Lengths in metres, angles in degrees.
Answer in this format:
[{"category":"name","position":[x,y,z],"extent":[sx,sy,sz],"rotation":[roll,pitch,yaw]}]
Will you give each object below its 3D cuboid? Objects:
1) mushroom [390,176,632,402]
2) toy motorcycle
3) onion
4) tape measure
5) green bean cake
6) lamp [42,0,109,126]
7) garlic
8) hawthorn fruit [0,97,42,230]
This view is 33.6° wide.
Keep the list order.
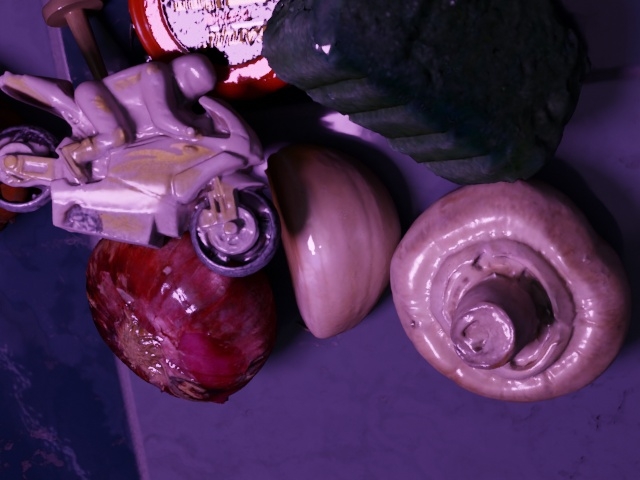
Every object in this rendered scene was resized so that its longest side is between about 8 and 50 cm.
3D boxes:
[{"category":"mushroom","position":[0.199,0.060,1.137],"extent":[0.260,0.234,0.254],"rotation":[-2,102,14]},{"category":"toy motorcycle","position":[-0.191,-0.099,1.124],"extent":[0.340,0.108,0.223],"rotation":[13,87,8]},{"category":"onion","position":[-0.160,0.073,1.248],"extent":[0.246,0.190,0.246],"rotation":[21,127,30]},{"category":"tape measure","position":[-0.101,-0.282,1.171],"extent":[0.253,0.114,0.261],"rotation":[-3,109,14]},{"category":"green bean cake","position":[0.126,-0.242,1.070],"extent":[0.307,0.169,0.300],"rotation":[29,79,-25]},{"category":"lamp","position":[-0.247,-0.181,1.234],"extent":[0.121,0.121,0.215],"rotation":[-24,86,18]},{"category":"garlic","position":[0.011,0.006,1.235],"extent":[0.164,0.145,0.245],"rotation":[9,113,44]},{"category":"hawthorn fruit","position":[-0.458,-0.104,1.255],"extent":[0.208,0.208,0.248],"rotation":[-38,103,20]}]
